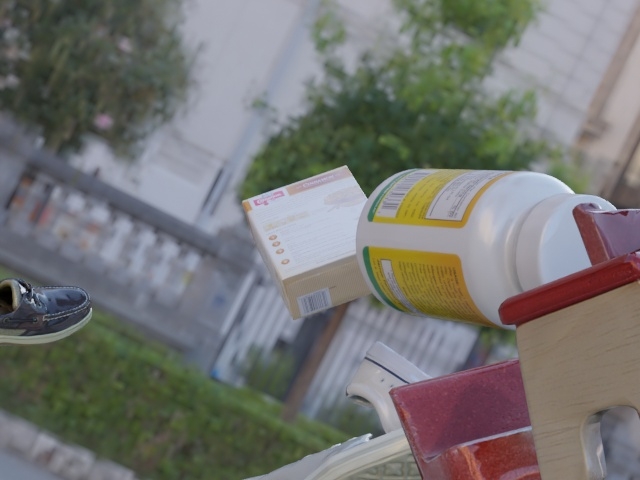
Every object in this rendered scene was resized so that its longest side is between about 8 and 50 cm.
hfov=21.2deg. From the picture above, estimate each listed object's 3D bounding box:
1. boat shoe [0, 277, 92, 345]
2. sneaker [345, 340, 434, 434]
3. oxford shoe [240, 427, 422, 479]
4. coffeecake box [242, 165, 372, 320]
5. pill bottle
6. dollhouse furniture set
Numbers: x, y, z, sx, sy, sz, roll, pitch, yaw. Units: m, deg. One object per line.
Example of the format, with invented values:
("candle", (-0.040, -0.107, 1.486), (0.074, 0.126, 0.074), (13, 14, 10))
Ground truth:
("boat shoe", (-0.258, 0.057, 1.430), (0.152, 0.049, 0.056), (-12, 41, -37))
("sneaker", (0.129, 0.214, 2.042), (0.094, 0.091, 0.258), (35, -2, -40))
("oxford shoe", (0.028, 0.257, 1.706), (0.169, 0.449, 0.130), (39, 35, -27))
("coffeecake box", (0.000, 0.000, 2.086), (0.185, 0.142, 0.068), (-119, -168, -53))
("pill bottle", (0.128, 0.006, 1.266), (0.117, 0.117, 0.208), (27, -12, -31))
("dollhouse furniture set", (0.168, 0.023, 0.763), (0.374, 0.152, 0.201), (-3, -17, -46))
